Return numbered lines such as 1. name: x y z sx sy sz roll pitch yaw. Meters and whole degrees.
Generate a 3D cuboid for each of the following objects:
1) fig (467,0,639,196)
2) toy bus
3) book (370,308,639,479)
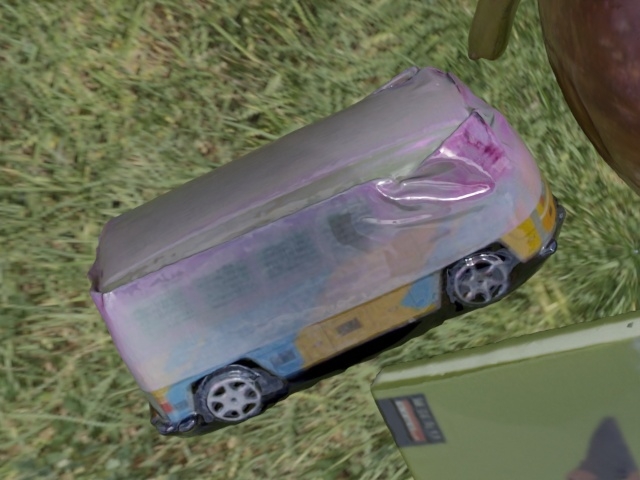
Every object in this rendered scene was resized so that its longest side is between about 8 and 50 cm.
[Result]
1. fig: 0.133 -0.088 0.468 0.207 0.175 0.175 32 97 28
2. toy bus: 0.000 0.000 1.132 0.386 0.171 0.162 -25 126 6
3. book: 0.224 0.145 0.784 0.352 0.035 0.239 -15 111 32
